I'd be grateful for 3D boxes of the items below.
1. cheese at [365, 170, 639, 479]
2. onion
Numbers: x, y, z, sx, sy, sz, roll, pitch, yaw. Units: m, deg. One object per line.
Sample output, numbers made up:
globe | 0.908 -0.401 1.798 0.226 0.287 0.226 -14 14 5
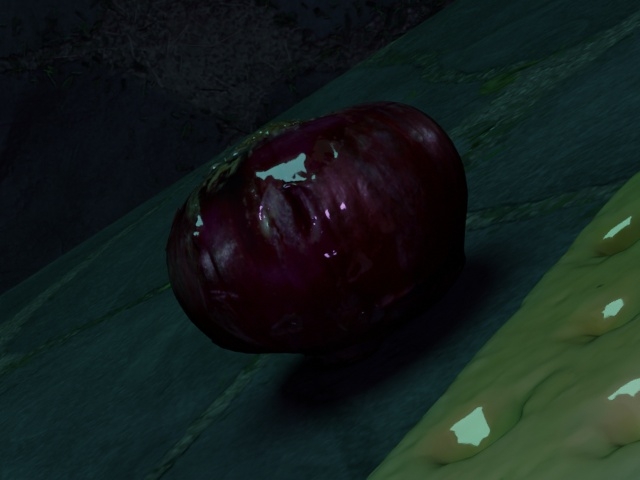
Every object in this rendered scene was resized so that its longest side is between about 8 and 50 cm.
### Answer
cheese | 0.155 0.079 0.609 0.384 0.104 0.384 -31 12 7
onion | 0.000 0.000 1.144 0.246 0.190 0.246 -22 -4 -2
